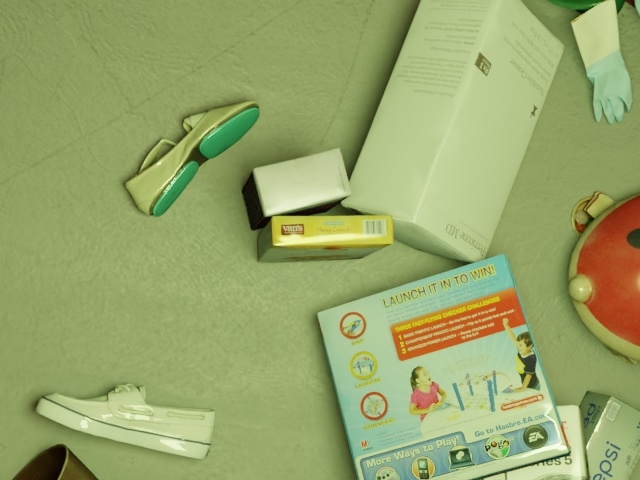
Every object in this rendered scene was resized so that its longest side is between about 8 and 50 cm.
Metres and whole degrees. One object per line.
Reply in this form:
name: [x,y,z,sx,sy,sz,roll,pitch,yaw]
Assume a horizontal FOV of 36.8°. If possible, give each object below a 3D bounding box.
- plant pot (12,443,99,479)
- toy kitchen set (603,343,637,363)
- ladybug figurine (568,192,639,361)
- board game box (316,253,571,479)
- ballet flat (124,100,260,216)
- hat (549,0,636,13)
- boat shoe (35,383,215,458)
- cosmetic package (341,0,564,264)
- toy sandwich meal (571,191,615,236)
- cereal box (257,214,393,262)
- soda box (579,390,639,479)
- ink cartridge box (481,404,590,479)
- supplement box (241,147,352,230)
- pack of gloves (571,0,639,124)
plant pot: [-0.353,0.451,1.391,0.230,0.215,0.215,44,81,-19]
toy kitchen set: [0.514,0.153,1.600,0.083,0.068,0.075,41,82,-5]
ladybug figurine: [0.611,0.046,1.545,0.449,0.162,0.305,-11,77,-17]
board game box: [0.180,0.212,1.442,0.308,0.086,0.302,-18,71,11]
ballet flat: [-0.205,-0.146,1.499,0.248,0.086,0.086,-45,94,-8]
hat: [0.479,-0.402,1.648,0.208,0.183,0.173,30,75,34]
boat shoe: [-0.288,0.259,1.453,0.267,0.096,0.088,16,81,-9]
cosmetic package: [0.207,-0.178,1.481,0.217,0.156,0.385,26,81,-47]
toy sandwich meal: [0.465,-0.038,1.621,0.085,0.029,0.086,0,87,-9]
cereal box: [0.000,0.000,1.437,0.173,0.240,0.047,-2,83,-8]
soda box: [0.425,0.392,1.558,0.091,0.098,0.286,29,84,-6]
ink cartridge box: [0.310,0.397,1.463,0.198,0.115,0.273,-7,70,16]
supplement box: [-0.041,-0.072,1.435,0.130,0.239,0.073,-14,87,-10]
pack of gloves: [0.524,-0.303,1.576,0.195,0.046,0.232,-32,128,-7]
